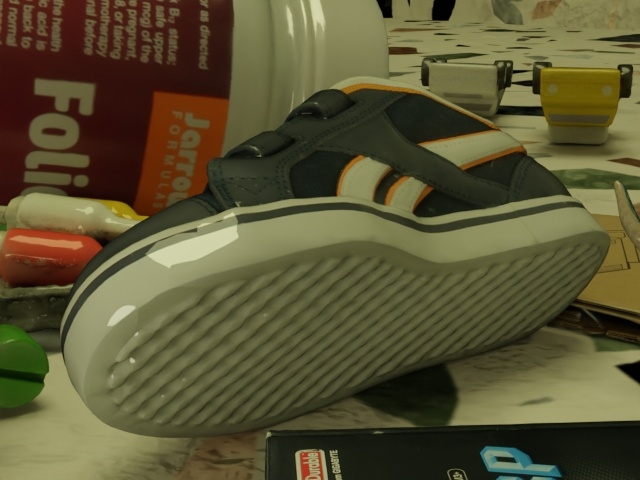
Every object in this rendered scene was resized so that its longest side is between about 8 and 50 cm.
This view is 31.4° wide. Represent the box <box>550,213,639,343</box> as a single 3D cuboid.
[{"bbox_3d":[0.181,0.016,0.731,0.164,0.021,0.201,11,19,40],"label":"box"}]

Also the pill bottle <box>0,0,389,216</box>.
[{"bbox_3d":[-0.166,-0.117,0.810,0.392,0.224,0.224,4,12,-19],"label":"pill bottle"}]

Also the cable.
[{"bbox_3d":[-0.072,0.006,0.661,0.287,0.072,0.139,-3,15,11],"label":"cable"}]

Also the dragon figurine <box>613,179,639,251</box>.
[{"bbox_3d":[0.288,0.030,0.534,0.289,0.085,0.144,13,17,30],"label":"dragon figurine"}]

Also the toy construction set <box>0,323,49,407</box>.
[{"bbox_3d":[-0.216,-0.016,0.375,0.257,0.309,0.237,-18,26,-28],"label":"toy construction set"}]

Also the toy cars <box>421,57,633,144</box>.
[{"bbox_3d":[0.231,-0.164,1.315,0.176,0.087,0.393,-3,10,-27],"label":"toy cars"}]

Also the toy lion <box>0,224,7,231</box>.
[{"bbox_3d":[-0.241,-0.026,0.908,0.100,0.034,0.096,6,24,26],"label":"toy lion"}]

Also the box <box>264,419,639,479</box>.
[{"bbox_3d":[0.073,0.113,0.296,0.175,0.051,0.220,-1,15,-2],"label":"box"}]

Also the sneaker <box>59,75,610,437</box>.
[{"bbox_3d":[0.000,0.000,0.541,0.321,0.126,0.127,-5,48,-47],"label":"sneaker"}]
